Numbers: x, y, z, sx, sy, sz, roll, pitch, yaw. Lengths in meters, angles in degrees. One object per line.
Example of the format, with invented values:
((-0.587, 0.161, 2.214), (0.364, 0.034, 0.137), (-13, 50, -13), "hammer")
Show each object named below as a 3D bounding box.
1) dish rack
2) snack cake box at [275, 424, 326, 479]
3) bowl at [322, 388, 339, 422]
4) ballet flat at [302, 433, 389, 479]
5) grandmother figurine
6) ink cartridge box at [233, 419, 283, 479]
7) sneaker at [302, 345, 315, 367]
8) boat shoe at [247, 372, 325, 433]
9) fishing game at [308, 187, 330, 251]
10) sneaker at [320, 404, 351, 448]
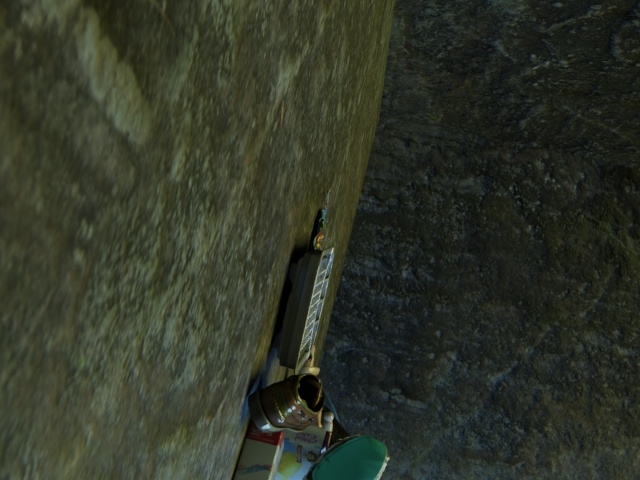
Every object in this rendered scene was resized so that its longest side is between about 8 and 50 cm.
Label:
((-0.039, 0.148, 1.472), (0.333, 0.072, 0.286), (-10, 114, -85), "dish rack")
((-0.087, 0.590, 1.591), (0.089, 0.152, 0.265), (-62, 164, -70), "snack cake box")
((-0.005, 0.670, 2.066), (0.391, 0.077, 0.391), (172, -90, -72), "bowl")
((-0.009, 0.616, 1.479), (0.409, 0.147, 0.147), (-37, 153, -30), "ballet flat")
((-0.027, 0.539, 1.748), (0.208, 0.104, 0.343), (120, -36, -54), "grandmother figurine")
((-0.130, 0.473, 1.273), (0.127, 0.072, 0.175), (96, 8, -55), "ink cartridge box")
((-0.049, 0.429, 2.188), (0.070, 0.050, 0.134), (-26, 125, -81), "sneaker")
((-0.037, 0.328, 1.275), (0.111, 0.104, 0.307), (65, 11, 12), "boat shoe")
((0.000, 0.000, 1.712), (0.189, 0.041, 0.264), (95, 8, -72), "fishing game")
((0.020, 0.596, 1.819), (0.087, 0.227, 0.130), (7, 121, -47), "sneaker")
